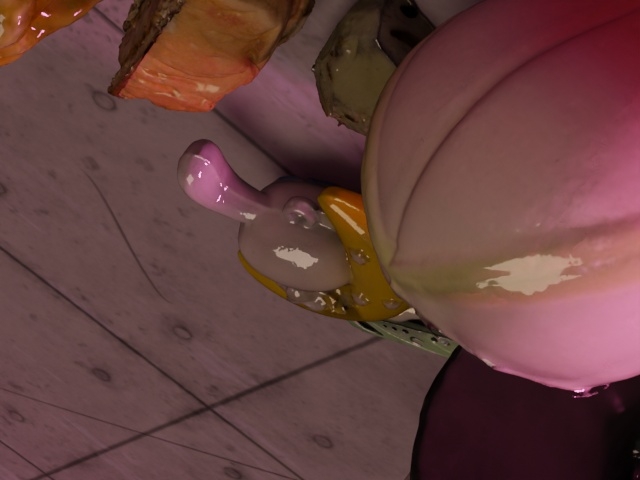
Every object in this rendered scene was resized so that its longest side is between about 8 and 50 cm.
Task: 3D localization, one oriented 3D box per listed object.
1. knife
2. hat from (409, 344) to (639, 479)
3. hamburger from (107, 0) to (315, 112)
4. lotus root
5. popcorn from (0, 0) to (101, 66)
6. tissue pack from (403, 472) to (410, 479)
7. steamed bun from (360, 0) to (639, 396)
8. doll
[{"bbox_3d":[0.156,0.115,1.647,0.293,0.020,0.043,16,147,20],"label":"knife"},{"bbox_3d":[0.274,0.226,1.422,0.382,0.366,0.257,16,165,11],"label":"hat"},{"bbox_3d":[-0.078,-0.200,1.314,0.131,0.124,0.262,18,155,-19],"label":"hamburger"},{"bbox_3d":[0.052,-0.125,1.347,0.143,0.070,0.144,40,146,-16],"label":"lotus root"},{"bbox_3d":[-0.290,-0.260,1.243,0.274,0.279,0.335,6,132,0],"label":"popcorn"},{"bbox_3d":[0.287,0.373,1.653,0.416,0.253,0.264,42,170,-24],"label":"tissue pack"},{"bbox_3d":[0.195,-0.069,1.146,0.309,0.309,0.309,20,146,14],"label":"steamed bun"},{"bbox_3d":[0.000,0.000,1.528,0.252,0.111,0.237,18,161,14],"label":"doll"}]
